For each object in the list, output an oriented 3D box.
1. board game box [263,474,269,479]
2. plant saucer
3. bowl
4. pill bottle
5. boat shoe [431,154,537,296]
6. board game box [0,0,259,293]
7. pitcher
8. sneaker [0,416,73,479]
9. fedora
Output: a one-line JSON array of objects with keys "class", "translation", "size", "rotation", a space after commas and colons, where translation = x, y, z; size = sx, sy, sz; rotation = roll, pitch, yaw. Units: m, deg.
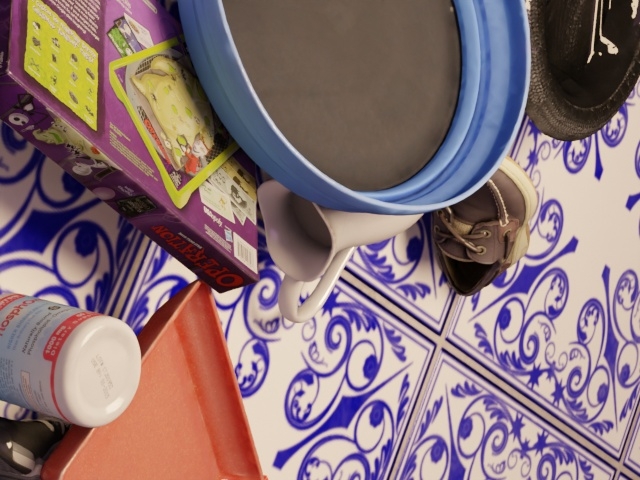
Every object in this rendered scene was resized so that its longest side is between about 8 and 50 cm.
[{"class": "board game box", "translation": [-0.096, 0.338, 1.728], "size": [0.193, 0.045, 0.147], "rotation": [-51, 135, -41]}, {"class": "plant saucer", "translation": [-0.145, 0.203, 1.542], "size": [0.258, 0.047, 0.259], "rotation": [-57, 144, -43]}, {"class": "bowl", "translation": [0.033, -0.209, 1.643], "size": [0.391, 0.077, 0.391], "rotation": [12, 71, -39]}, {"class": "pill bottle", "translation": [-0.224, 0.089, 1.423], "size": [0.087, 0.160, 0.087], "rotation": [-17, 112, -49]}, {"class": "boat shoe", "translation": [0.163, -0.018, 1.895], "size": [0.092, 0.103, 0.285], "rotation": [-56, 163, -15]}, {"class": "board game box", "translation": [-0.159, -0.121, 1.472], "size": [0.347, 0.056, 0.208], "rotation": [43, 40, -47]}, {"class": "pitcher", "translation": [0.027, -0.028, 1.752], "size": [0.207, 0.125, 0.178], "rotation": [-38, 147, -43]}, {"class": "sneaker", "translation": [-0.220, 0.153, 1.522], "size": [0.229, 0.086, 0.132], "rotation": [49, 56, -57]}, {"class": "fedora", "translation": [0.238, -0.277, 1.923], "size": [0.334, 0.152, 0.334], "rotation": [-17, 112, -49]}]
